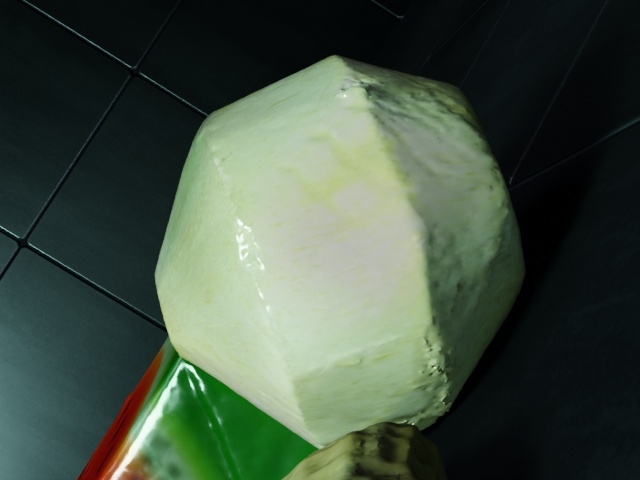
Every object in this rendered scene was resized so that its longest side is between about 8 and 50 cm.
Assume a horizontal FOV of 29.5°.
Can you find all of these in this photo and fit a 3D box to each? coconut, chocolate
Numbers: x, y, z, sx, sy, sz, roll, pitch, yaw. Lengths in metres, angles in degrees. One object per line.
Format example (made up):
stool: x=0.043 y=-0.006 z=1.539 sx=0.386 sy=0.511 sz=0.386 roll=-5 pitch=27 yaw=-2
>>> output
coconut: x=0.008 y=0.011 z=0.813 sx=0.259 sy=0.259 sz=0.259 roll=-57 pitch=6 yaw=9
chocolate: x=-0.125 y=0.226 z=1.075 sx=0.341 sy=0.161 sz=0.360 roll=-57 pitch=6 yaw=5

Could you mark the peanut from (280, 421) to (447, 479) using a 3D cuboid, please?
peanut: x=0.000 y=0.177 z=0.576 sx=0.197 sy=0.110 sz=0.233 roll=-57 pitch=8 yaw=14
